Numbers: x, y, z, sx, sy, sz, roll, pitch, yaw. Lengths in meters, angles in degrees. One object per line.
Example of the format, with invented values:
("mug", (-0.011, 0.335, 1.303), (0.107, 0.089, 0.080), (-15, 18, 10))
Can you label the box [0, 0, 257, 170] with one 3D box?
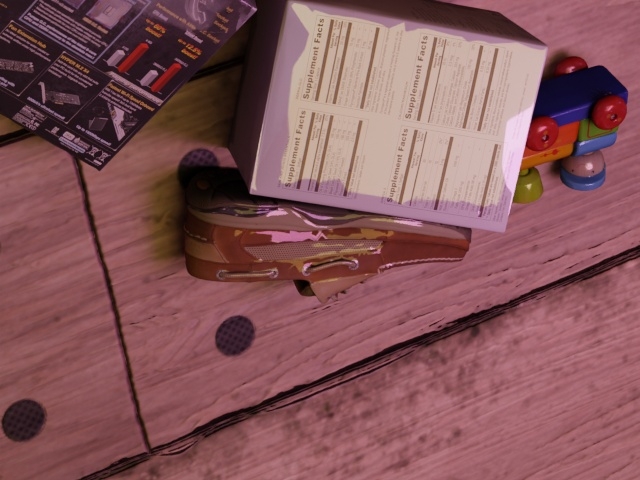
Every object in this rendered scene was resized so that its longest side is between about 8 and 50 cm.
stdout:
("box", (-0.253, -0.228, 1.776), (0.307, 0.076, 0.242), (30, 119, -33))

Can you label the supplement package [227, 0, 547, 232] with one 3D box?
("supplement package", (0.061, -0.143, 1.925), (0.262, 0.199, 0.198), (9, 104, -12))

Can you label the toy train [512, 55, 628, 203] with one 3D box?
("toy train", (0.221, -0.101, 2.140), (0.248, 0.105, 0.143), (-18, 132, -17))

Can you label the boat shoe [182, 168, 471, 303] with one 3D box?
("boat shoe", (0.000, 0.000, 2.042), (0.324, 0.122, 0.120), (5, 110, -22))
